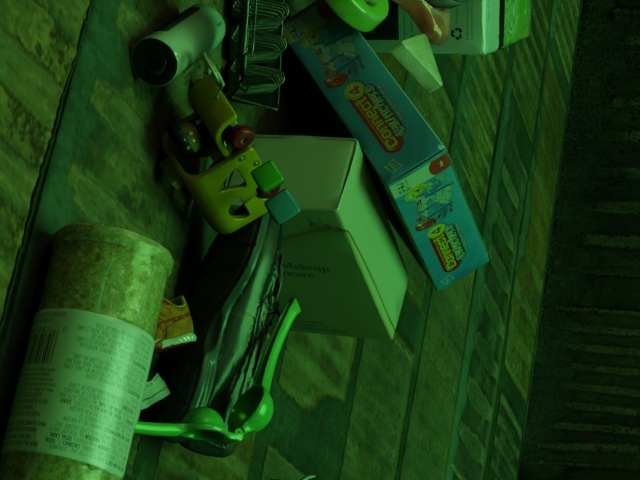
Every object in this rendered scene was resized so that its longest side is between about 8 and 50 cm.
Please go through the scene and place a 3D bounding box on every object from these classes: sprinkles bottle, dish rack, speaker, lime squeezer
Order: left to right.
[{"bbox_3d":[-0.227,0.166,1.418,0.121,0.121,0.355,52,45,-62],"label":"sprinkles bottle"},{"bbox_3d":[-0.153,-0.212,1.666,0.136,0.055,0.055,-50,139,-58],"label":"speaker"},{"bbox_3d":[-0.111,0.170,1.642,0.310,0.059,0.110,-26,110,-39],"label":"lime squeezer"},{"bbox_3d":[-0.070,-0.257,1.743,0.271,0.074,0.208,-164,-104,-84],"label":"dish rack"}]

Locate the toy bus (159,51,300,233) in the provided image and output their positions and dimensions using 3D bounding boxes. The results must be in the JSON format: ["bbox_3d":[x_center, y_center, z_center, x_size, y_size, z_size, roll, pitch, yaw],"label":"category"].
[{"bbox_3d":[-0.123,-0.095,1.699,0.202,0.104,0.191,58,-4,-9],"label":"toy bus"}]

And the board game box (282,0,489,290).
[{"bbox_3d":[0.087,-0.127,2.053,0.308,0.086,0.302,57,-1,33],"label":"board game box"}]

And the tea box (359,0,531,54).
[{"bbox_3d":[0.185,-0.458,2.332,0.323,0.220,0.329,-35,126,-67],"label":"tea box"}]

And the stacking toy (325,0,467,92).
[{"bbox_3d":[0.113,-0.375,2.016,0.309,0.130,0.279,37,35,-33],"label":"stacking toy"}]

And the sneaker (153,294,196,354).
[{"bbox_3d":[-0.189,0.092,1.634,0.175,0.064,0.067,-13,85,-75],"label":"sneaker"}]

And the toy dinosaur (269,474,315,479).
[{"bbox_3d":[-0.116,0.392,1.713,0.121,0.160,0.313,61,37,-56],"label":"toy dinosaur"}]

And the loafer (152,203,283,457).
[{"bbox_3d":[-0.101,0.102,1.758,0.095,0.109,0.302,33,65,-31],"label":"loafer"}]

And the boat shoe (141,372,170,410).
[{"bbox_3d":[-0.196,0.164,1.650,0.035,0.035,0.100,64,26,0],"label":"boat shoe"}]

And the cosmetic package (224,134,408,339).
[{"bbox_3d":[0.000,0.000,1.980,0.309,0.160,0.113,63,36,-53],"label":"cosmetic package"}]
